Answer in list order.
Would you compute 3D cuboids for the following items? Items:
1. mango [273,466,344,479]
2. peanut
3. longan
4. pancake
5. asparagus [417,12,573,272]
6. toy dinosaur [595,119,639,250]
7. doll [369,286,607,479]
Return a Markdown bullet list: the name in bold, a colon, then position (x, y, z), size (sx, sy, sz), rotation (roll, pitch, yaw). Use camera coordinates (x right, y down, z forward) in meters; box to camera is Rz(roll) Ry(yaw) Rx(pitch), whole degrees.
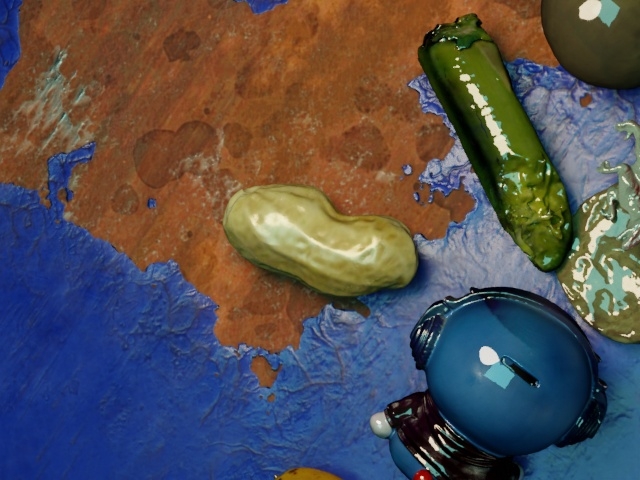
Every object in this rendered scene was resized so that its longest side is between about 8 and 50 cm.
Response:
- **mango**: position (0.003, 0.402, 1.840), size (0.178, 0.090, 0.115), rotation (20, 104, 15)
- **peanut**: position (0.000, 0.000, 1.853), size (0.305, 0.147, 0.147), rotation (23, 93, 15)
- **longan**: position (0.400, -0.317, 1.721), size (0.196, 0.196, 0.220), rotation (-18, 77, 16)
- **pancake**: position (0.445, 0.027, 1.751), size (0.241, 0.050, 0.242), rotation (-7, 72, 24)
- **asparagus**: position (0.261, -0.139, 1.778), size (0.108, 0.128, 0.382), rotation (-17, 73, -25)
- **toy dinosaur**: position (0.486, -0.110, 1.722), size (0.242, 0.053, 0.167), rotation (-30, 59, 6)
- **doll**: position (0.235, 0.213, 1.711), size (0.284, 0.240, 0.310), rotation (36, 102, 3)
